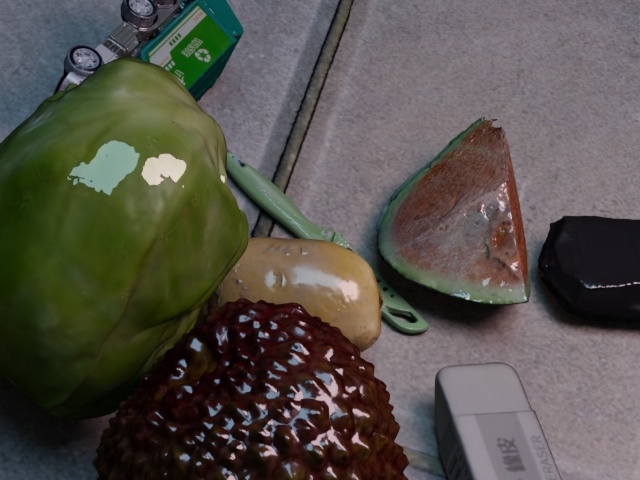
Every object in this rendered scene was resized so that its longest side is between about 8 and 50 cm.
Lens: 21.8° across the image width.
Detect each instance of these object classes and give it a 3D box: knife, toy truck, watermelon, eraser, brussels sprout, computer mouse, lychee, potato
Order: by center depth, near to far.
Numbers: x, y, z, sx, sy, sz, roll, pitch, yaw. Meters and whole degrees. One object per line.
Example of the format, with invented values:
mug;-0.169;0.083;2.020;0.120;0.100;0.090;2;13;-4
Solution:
lychee;-0.040;0.189;1.349;0.271;0.271;0.271;9;45;-9
brussels sprout;-0.196;0.003;1.435;0.247;0.328;0.328;46;48;-2
eraser;0.179;0.260;1.463;0.089;0.061;0.352;-1;47;-19
potato;-0.029;0.055;1.560;0.178;0.118;0.109;7;12;2
knife;0.001;-0.001;1.686;0.043;0.020;0.293;-28;61;-38
watermelon;0.132;-0.016;1.698;0.146;0.128;0.231;-11;31;9
computer mouse;0.332;0.031;1.721;0.217;0.073;0.122;1;44;-8
toy truck;-0.182;-0.185;1.743;0.124;0.114;0.253;34;46;1
